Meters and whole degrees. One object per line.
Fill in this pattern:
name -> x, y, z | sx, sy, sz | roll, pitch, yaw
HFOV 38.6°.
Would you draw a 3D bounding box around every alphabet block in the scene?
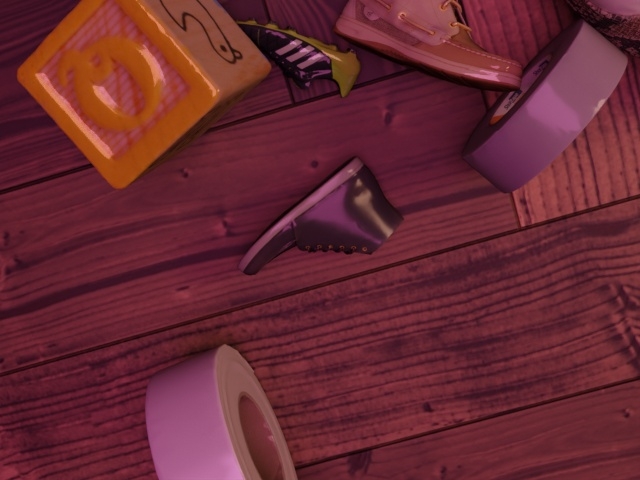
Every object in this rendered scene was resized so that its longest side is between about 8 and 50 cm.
alphabet block -> -0.210, -0.208, 1.125 | 0.193, 0.197, 0.192 | -40, 96, 24

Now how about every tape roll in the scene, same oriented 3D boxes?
tape roll -> 0.271, -0.163, 1.122 | 0.072, 0.219, 0.219 | 40, 99, -4
tape roll -> -0.118, 0.281, 1.182 | 0.100, 0.286, 0.286 | -23, 98, 6

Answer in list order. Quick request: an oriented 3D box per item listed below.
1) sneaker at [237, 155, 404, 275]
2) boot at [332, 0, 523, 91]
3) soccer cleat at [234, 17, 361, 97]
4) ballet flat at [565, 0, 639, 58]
sneaker -> 0.000, 0.000, 1.229 | 0.222, 0.083, 0.118 | -39, 96, 7
boot -> 0.160, -0.307, 1.135 | 0.262, 0.095, 0.203 | 27, 98, 30
soccer cleat -> -0.036, -0.241, 1.204 | 0.179, 0.060, 0.072 | 19, 101, -4
ballet flat -> 0.296, -0.392, 1.050 | 0.164, 0.182, 0.483 | -38, 81, 25
